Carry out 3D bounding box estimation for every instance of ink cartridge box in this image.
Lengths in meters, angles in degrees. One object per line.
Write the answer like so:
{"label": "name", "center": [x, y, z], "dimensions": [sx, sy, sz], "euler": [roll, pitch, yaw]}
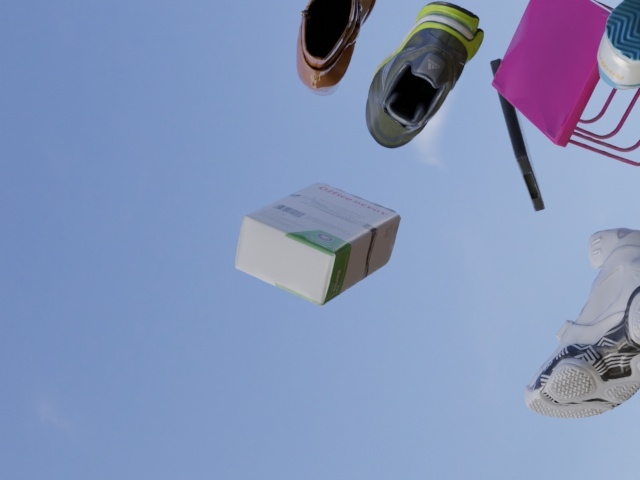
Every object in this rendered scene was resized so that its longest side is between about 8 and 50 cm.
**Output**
{"label": "ink cartridge box", "center": [0.000, 0.000, 1.788], "dimensions": [0.219, 0.160, 0.093], "euler": [-27, -45, -56]}

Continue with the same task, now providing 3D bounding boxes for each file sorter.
{"label": "file sorter", "center": [0.431, -0.264, 1.852], "dimensions": [0.182, 0.291, 0.202], "euler": [17, -70, -19]}

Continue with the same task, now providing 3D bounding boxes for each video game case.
{"label": "video game case", "center": [0.361, -0.186, 2.154], "dimensions": [0.274, 0.026, 0.196], "euler": [45, -149, -65]}

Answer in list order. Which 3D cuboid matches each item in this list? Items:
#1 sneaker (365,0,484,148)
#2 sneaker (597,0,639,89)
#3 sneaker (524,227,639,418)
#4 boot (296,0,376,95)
{"label": "sneaker", "center": [0.116, -0.200, 1.605], "dimensions": [0.121, 0.111, 0.300], "euler": [-60, -1, -27]}
{"label": "sneaker", "center": [0.366, -0.221, 1.137], "dimensions": [0.228, 0.087, 0.092], "euler": [-24, -17, -8]}
{"label": "sneaker", "center": [0.451, 0.120, 1.842], "dimensions": [0.137, 0.366, 0.210], "euler": [25, -139, -23]}
{"label": "boot", "center": [0.019, -0.355, 1.691], "dimensions": [0.220, 0.109, 0.284], "euler": [73, -146, -84]}
